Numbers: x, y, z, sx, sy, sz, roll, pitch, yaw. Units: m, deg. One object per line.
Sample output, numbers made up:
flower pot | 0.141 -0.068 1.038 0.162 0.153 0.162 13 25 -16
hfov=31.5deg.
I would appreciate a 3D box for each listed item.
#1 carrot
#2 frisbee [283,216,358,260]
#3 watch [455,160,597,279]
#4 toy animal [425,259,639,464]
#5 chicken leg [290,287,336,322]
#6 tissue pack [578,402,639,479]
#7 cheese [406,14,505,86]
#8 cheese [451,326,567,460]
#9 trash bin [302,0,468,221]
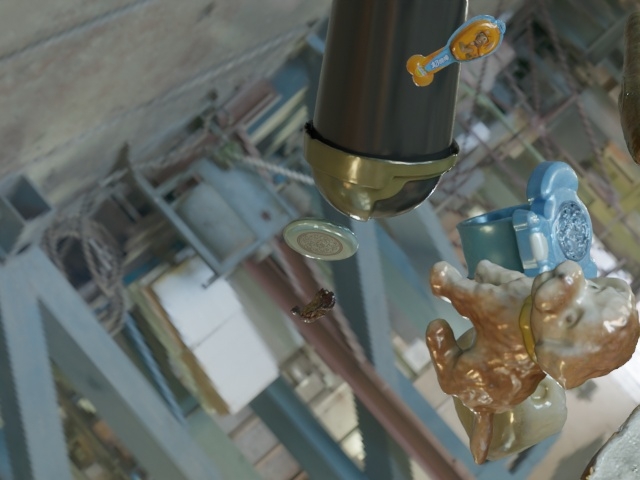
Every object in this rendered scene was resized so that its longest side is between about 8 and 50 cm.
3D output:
carrot | 0.433 -0.216 1.530 0.070 0.070 0.342 -46 -158 39
frisbee | 0.000 0.000 1.628 0.110 0.110 0.014 130 -23 -59
watch | 0.299 -0.003 1.721 0.193 0.211 0.211 -9 -159 47
toy animal | 0.183 0.104 0.927 0.104 0.183 0.185 -10 -174 -41
chicken leg | -0.017 0.129 2.178 0.145 0.037 0.062 -34 -141 47
tissue pack | 0.273 0.271 1.075 0.183 0.092 0.226 -36 153 -47
cheese | 0.143 -0.199 1.189 0.111 0.047 0.017 -28 -152 12
cheese | 0.281 0.232 1.775 0.117 0.218 0.235 -16 141 -24
trash bin | 0.090 -0.184 1.524 0.214 0.214 0.333 -32 134 -61
